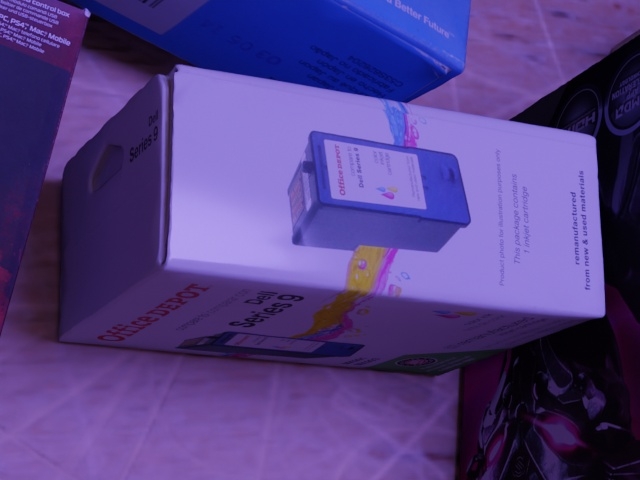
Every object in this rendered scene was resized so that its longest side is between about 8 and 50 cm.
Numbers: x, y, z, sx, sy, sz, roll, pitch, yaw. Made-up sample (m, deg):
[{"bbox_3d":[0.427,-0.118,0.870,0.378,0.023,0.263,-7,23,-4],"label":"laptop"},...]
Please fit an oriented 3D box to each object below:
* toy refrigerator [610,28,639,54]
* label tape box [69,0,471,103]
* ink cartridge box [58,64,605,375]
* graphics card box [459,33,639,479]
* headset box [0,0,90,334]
[{"bbox_3d":[0.263,-0.096,0.765,0.102,0.269,0.094,31,63,-15],"label":"toy refrigerator"},{"bbox_3d":[-0.032,-0.254,0.741,0.241,0.106,0.333,25,59,-30],"label":"label tape box"},{"bbox_3d":[0.000,0.000,0.667,0.212,0.154,0.093,9,71,-25],"label":"ink cartridge box"},{"bbox_3d":[0.158,0.089,0.673,0.094,0.233,0.371,15,68,-21],"label":"graphics card box"},{"bbox_3d":[-0.233,-0.013,0.580,0.218,0.110,0.293,20,65,-19],"label":"headset box"}]
